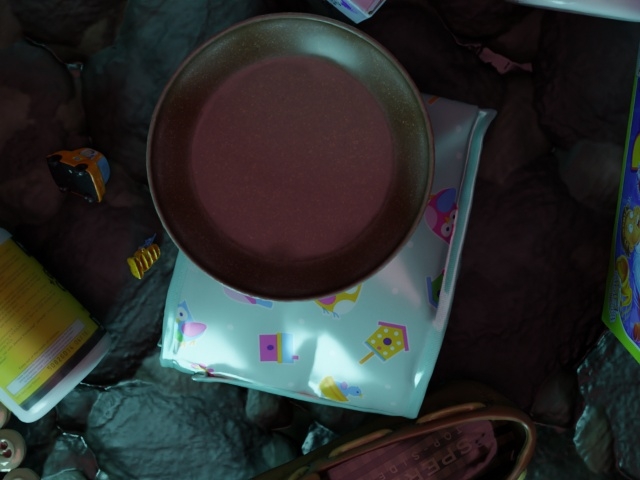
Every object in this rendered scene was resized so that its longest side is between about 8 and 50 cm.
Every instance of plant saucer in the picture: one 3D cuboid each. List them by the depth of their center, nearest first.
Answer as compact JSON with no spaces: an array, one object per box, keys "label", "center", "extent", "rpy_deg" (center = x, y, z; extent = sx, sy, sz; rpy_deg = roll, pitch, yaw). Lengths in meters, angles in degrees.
[{"label":"plant saucer","center":[-0.020,-0.057,0.783],"extent":[0.198,0.036,0.199],"rpy_deg":[0,92,3]}]

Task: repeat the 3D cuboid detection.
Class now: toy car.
[{"label":"toy car","center":[-0.182,-0.029,0.954],"extent":[0.040,0.060,0.122],"rpy_deg":[-46,122,-34]}]

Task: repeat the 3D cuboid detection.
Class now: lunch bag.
[{"label":"lunch bag","center":[0.000,0.000,0.887],"extent":[0.223,0.160,0.262],"rpy_deg":[12,96,-3]}]

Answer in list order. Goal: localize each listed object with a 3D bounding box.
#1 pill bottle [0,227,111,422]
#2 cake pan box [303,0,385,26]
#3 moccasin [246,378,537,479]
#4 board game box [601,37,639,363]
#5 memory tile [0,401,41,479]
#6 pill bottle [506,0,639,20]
[{"label":"pill bottle","center":[-0.270,0.054,0.928],"extent":[0.103,0.103,0.184],"rpy_deg":[-42,98,8]},{"label":"cake pan box","center":[-0.049,-0.249,0.781],"extent":[0.245,0.267,0.070],"rpy_deg":[37,95,-9]},{"label":"moccasin","center":[0.008,0.244,0.901],"extent":[0.380,0.147,0.139],"rpy_deg":[-25,89,-7]},{"label":"board game box","center":[0.295,-0.072,0.829],"extent":[0.078,0.233,0.347],"rpy_deg":[5,101,0]},{"label":"memory tile","center":[-0.313,0.182,0.976],"extent":[0.113,0.012,0.148],"rpy_deg":[-26,80,6]},{"label":"pill bottle","center":[0.212,-0.283,0.843],"extent":[0.124,0.124,0.222],"rpy_deg":[9,102,-1]}]
